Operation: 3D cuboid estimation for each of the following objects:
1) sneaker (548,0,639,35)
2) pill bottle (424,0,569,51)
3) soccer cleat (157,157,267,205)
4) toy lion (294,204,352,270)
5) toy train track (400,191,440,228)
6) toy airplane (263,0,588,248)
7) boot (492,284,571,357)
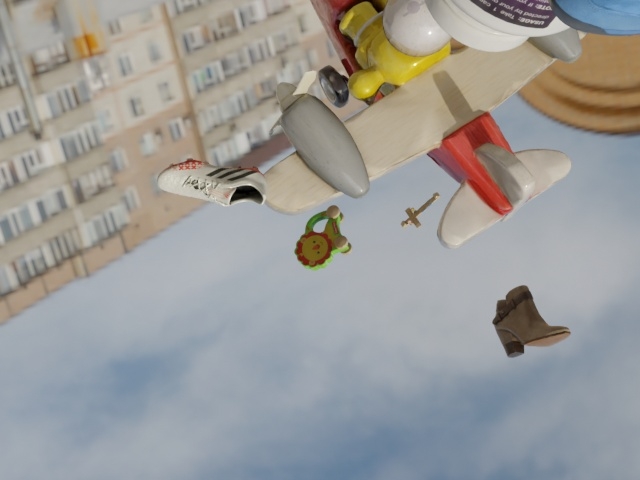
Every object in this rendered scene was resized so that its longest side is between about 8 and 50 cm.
[{"bbox_3d":[0.248,-0.179,0.758,0.209,0.069,0.082,-7,165,-1],"label":"sneaker"},{"bbox_3d":[0.203,-0.299,1.051,0.182,0.181,0.323,-24,167,-27],"label":"pill bottle"},{"bbox_3d":[-0.080,-0.041,0.912,0.083,0.029,0.035,3,-142,-17],"label":"soccer cleat"},{"bbox_3d":[0.000,0.000,2.072,0.096,0.034,0.100,-19,-120,10],"label":"toy lion"},{"bbox_3d":[0.167,-0.052,2.059,0.083,0.014,0.048,-41,-131,11],"label":"toy train track"},{"bbox_3d":[0.136,-0.188,1.481,0.385,0.272,0.386,7,-120,13],"label":"toy airplane"},{"bbox_3d":[0.274,0.100,1.601,0.042,0.087,0.118,16,150,-39],"label":"boot"}]
